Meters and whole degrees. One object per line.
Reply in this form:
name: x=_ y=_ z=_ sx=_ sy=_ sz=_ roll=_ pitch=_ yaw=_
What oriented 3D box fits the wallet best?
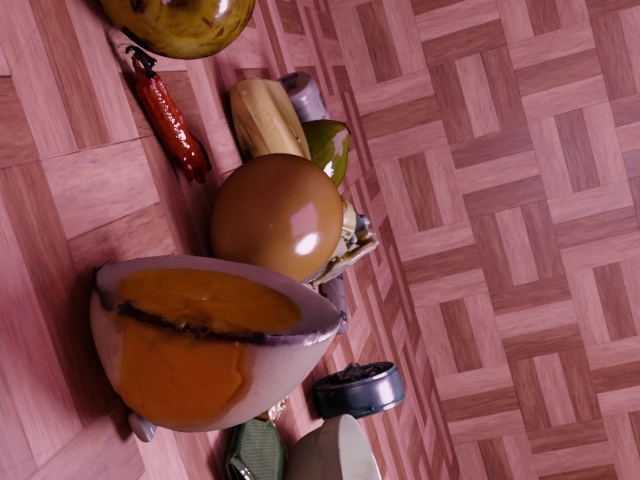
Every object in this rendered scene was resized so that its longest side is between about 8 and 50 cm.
wallet: x=-0.115 y=0.381 z=1.507 sx=0.236 sy=0.055 sz=0.160 roll=-84 pitch=154 yaw=-70

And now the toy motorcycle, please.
toy motorcycle: x=0.000 y=0.000 z=2.015 sx=0.168 sy=0.237 sz=0.410 roll=52 pitch=8 yaw=13

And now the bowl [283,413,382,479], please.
bowl: x=0.024 y=0.506 z=1.692 sx=0.307 sy=0.163 sz=0.307 roll=-15 pitch=90 yaw=-76

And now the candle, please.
candle: x=-0.266 y=-0.217 z=1.510 sx=0.084 sy=0.059 sz=0.301 roll=-107 pitch=175 yaw=-50

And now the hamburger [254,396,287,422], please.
hamburger: x=-0.131 y=0.185 z=1.484 sx=0.124 sy=0.131 sz=0.261 roll=1 pitch=78 yaw=-40

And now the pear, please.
pear: x=-0.234 y=-0.424 z=1.409 sx=0.283 sy=0.284 sz=0.283 roll=-14 pitch=90 yaw=-76

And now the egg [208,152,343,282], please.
egg: x=-0.086 y=-0.034 z=1.630 sx=0.322 sy=0.250 sz=0.250 roll=-59 pitch=133 yaw=-65

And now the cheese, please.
cheese: x=-0.101 y=-0.229 z=2.001 sx=0.315 sy=0.128 sz=0.259 roll=71 pitch=20 yaw=-1

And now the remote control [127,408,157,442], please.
remote control: x=-0.240 y=0.224 z=1.229 sx=0.184 sy=0.027 sz=0.049 roll=-79 pitch=146 yaw=-70

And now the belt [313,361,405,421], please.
belt: x=0.090 y=0.350 z=2.033 sx=0.267 sy=0.207 sz=0.116 roll=2 pitch=73 yaw=-88

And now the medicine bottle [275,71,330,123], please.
medicine bottle: x=-0.046 y=-0.340 z=2.346 sx=0.135 sy=0.135 sz=0.215 roll=-90 pitch=160 yaw=-46

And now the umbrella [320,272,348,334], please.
umbrella: x=0.033 y=0.103 z=2.348 sx=0.073 sy=0.067 sz=0.337 roll=80 pitch=5 yaw=-54

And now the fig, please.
fig: x=-0.005 y=-0.209 z=2.200 sx=0.203 sy=0.225 sz=0.203 roll=46 pitch=21 yaw=-23

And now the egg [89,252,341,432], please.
egg: x=-0.156 y=0.150 z=1.175 sx=0.337 sy=0.337 sz=0.200 roll=-53 pitch=159 yaw=-73
